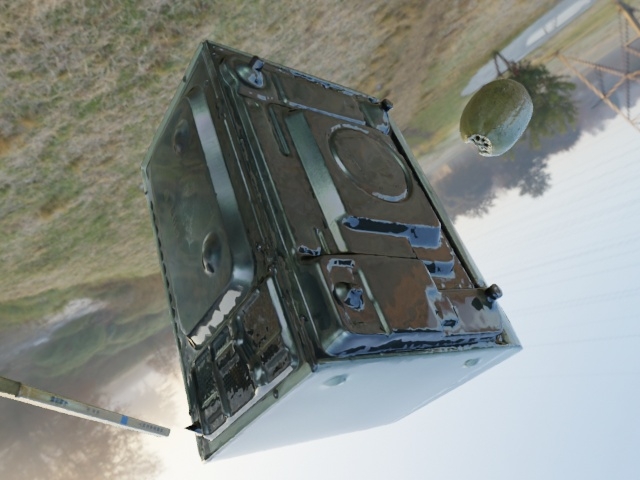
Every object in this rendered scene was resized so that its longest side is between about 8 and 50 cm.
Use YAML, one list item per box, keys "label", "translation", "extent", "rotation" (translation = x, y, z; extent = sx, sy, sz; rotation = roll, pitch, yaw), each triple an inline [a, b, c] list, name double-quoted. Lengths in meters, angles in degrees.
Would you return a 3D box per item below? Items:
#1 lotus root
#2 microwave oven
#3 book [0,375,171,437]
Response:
- label: "lotus root"
  translation: [0.265, -0.191, 0.773]
  extent: [0.183, 0.090, 0.077]
  rotation: [-46, 174, -40]
- label: "microwave oven"
  translation: [0.000, 0.000, 0.614]
  extent: [0.333, 0.394, 0.247]
  rotation: [6, 140, -40]
- label: "book"
  translation: [-0.306, 0.184, 0.597]
  extent: [0.170, 0.018, 0.241]
  rotation: [3, 153, 23]
